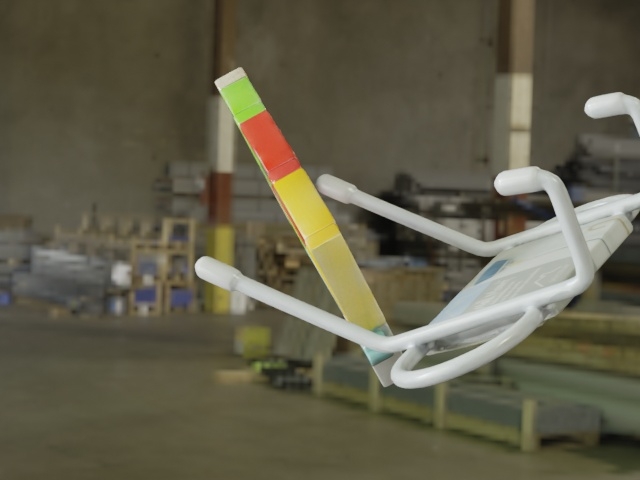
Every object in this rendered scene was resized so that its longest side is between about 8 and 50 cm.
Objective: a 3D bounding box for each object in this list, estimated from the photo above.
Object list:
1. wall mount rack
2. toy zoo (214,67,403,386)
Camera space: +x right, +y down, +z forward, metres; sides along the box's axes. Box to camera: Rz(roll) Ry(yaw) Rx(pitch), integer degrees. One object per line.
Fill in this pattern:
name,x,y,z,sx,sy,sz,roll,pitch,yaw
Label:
wall mount rack,0.095,-0.003,1.097,0.304,0.130,0.350,-19,10,33
toy zoo,0.000,0.000,1.234,0.030,0.192,0.293,-29,44,-1
